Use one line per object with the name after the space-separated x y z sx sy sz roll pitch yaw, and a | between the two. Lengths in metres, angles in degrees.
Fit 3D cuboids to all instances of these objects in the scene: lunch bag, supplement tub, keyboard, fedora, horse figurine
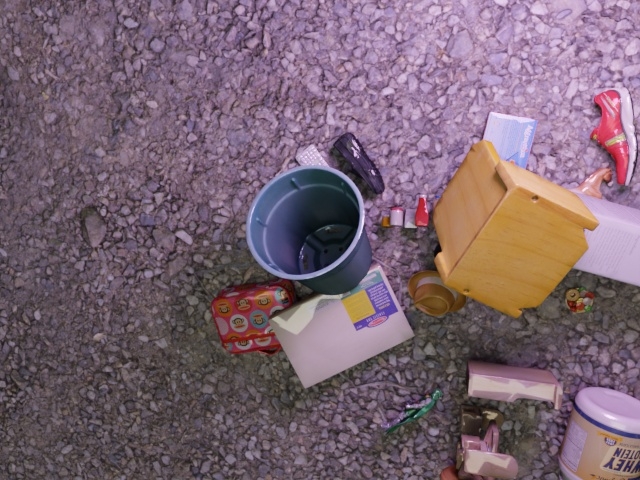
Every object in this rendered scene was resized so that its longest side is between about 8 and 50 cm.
-0.210 0.276 1.970 0.293 0.120 0.258 -12 103 12 | lunch bag
0.861 0.634 1.741 0.229 0.228 0.316 12 104 10 | supplement tub
0.022 -0.190 1.871 0.072 0.014 0.256 -36 92 17 | keyboard
0.358 0.181 1.801 0.194 0.079 0.194 19 136 19 | fedora
0.749 -0.103 1.701 0.264 0.066 0.174 -14 104 13 | horse figurine

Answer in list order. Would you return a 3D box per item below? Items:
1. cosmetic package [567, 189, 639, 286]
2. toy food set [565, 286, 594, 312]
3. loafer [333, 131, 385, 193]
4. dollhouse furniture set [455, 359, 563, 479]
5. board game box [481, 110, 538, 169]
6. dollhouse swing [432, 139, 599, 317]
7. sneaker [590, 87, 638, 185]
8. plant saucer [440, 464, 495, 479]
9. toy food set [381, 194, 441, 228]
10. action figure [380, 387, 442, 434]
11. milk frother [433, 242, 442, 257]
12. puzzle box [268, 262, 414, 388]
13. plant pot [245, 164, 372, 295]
0.830 0.003 1.578 0.454 0.230 0.161 15 112 0 | cosmetic package
0.801 0.185 1.770 0.083 0.020 0.083 -5 100 13 | toy food set
0.124 -0.236 1.811 0.078 0.076 0.223 -35 88 22 | loafer
0.559 0.588 1.730 0.257 0.362 0.393 5 95 12 | dollhouse furniture set
0.550 -0.238 1.737 0.145 0.027 0.281 13 104 11 | board game box
0.499 -0.049 1.554 0.315 0.305 0.346 25 124 -1 | dollhouse swing
0.839 -0.293 1.639 0.118 0.107 0.278 -6 97 32 | sneaker
0.493 0.787 1.873 0.200 0.200 0.037 14 93 10 | plant saucer
0.306 -0.092 1.782 0.232 0.111 0.104 3 86 15 | toy food set
0.310 0.568 1.921 0.232 0.137 0.063 -35 79 8 | action figure
0.445 0.043 1.761 0.129 0.134 0.143 18 110 -23 | milk frother
0.070 0.281 1.877 0.409 0.052 0.272 -26 100 2 | puzzle box
0.000 0.000 1.711 0.341 0.334 0.340 -6 68 16 | plant pot
